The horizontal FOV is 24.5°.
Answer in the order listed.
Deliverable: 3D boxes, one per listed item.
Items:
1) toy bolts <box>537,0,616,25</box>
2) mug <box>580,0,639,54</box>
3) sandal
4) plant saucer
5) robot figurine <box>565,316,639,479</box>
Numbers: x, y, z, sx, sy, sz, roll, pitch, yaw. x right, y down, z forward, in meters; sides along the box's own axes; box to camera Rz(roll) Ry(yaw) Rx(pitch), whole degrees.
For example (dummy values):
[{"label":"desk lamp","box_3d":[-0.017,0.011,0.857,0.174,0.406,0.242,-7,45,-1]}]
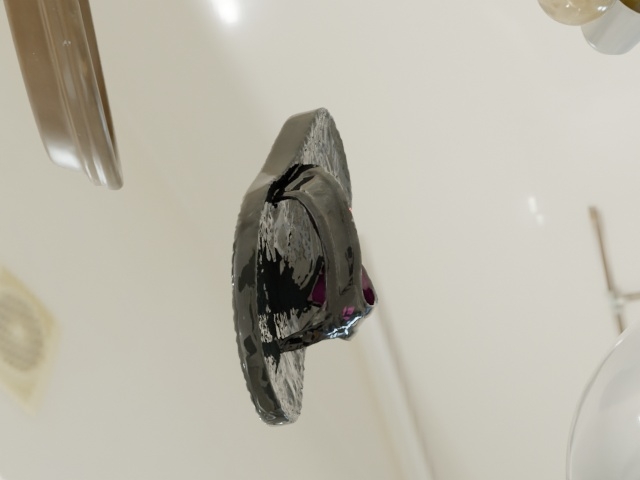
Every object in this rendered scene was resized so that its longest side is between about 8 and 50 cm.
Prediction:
[{"label":"toy bolts","box_3d":[0.214,-0.232,1.081,0.218,0.158,0.228,49,-166,-37]},{"label":"mug","box_3d":[0.236,-0.182,1.146,0.078,0.062,0.064,-63,2,-37]},{"label":"sandal","box_3d":[0.000,-0.003,1.399,0.446,0.107,0.167,-77,-28,-55]},{"label":"plant saucer","box_3d":[-0.156,-0.161,0.829,0.278,0.041,0.278,168,90,-83]},{"label":"robot figurine","box_3d":[0.211,0.156,0.585,0.300,0.200,0.353,-8,-94,-46]}]
